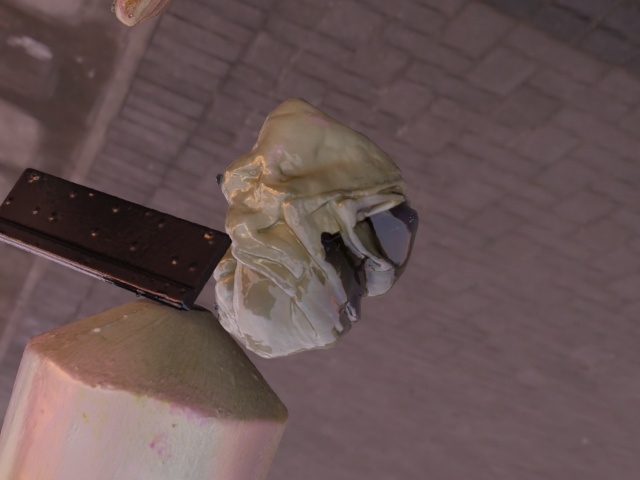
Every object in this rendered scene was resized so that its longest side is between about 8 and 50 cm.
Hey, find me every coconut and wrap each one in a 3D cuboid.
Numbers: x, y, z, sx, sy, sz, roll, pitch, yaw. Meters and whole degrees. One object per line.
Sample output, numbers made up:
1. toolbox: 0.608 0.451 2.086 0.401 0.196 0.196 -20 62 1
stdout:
1. coconut: -0.196 0.211 1.518 0.297 0.309 0.297 20 178 1

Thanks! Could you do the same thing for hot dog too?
1. hot dog: -0.190 -0.379 1.809 0.076 0.104 0.250 41 128 -1

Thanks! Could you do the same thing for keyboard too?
1. keyboard: -0.236 -0.004 1.508 0.310 0.101 0.018 17 155 33

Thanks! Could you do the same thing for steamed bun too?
1. steamed bun: 0.000 0.000 1.753 0.206 0.275 0.320 25 131 24
